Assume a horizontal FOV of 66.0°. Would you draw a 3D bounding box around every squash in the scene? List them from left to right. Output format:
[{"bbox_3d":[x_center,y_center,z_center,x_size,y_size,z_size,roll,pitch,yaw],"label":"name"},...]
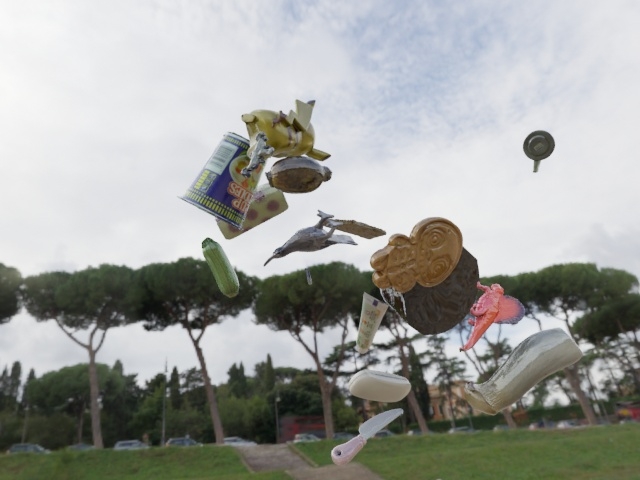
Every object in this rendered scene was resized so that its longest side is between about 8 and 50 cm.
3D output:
[{"bbox_3d":[-0.336,0.088,1.659,0.068,0.219,0.077,-29,-1,41],"label":"squash"}]

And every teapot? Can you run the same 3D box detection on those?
[{"bbox_3d":[0.677,-0.287,1.542,0.091,0.092,0.124,-30,-27,-56],"label":"teapot"}]

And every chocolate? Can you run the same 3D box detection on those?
[{"bbox_3d":[0.401,0.152,1.982,0.384,0.383,0.331,9,13,-31],"label":"chocolate"}]

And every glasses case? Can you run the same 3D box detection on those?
[{"bbox_3d":[0.164,0.401,1.352,0.204,0.051,0.081,22,-66,-34],"label":"glasses case"}]

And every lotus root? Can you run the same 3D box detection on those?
[{"bbox_3d":[-0.064,-0.201,1.499,0.210,0.120,0.120,-6,-26,-11],"label":"lotus root"}]

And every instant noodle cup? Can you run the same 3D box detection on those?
[{"bbox_3d":[-0.351,-0.236,1.890,0.284,0.312,0.284,27,-4,2],"label":"instant noodle cup"}]

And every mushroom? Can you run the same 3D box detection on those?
[{"bbox_3d":[0.529,0.343,1.291,0.329,0.122,0.159,-36,-37,-2],"label":"mushroom"}]

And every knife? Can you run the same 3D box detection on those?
[{"bbox_3d":[0.176,0.729,1.865,0.336,0.081,0.043,-26,-60,-29],"label":"knife"}]

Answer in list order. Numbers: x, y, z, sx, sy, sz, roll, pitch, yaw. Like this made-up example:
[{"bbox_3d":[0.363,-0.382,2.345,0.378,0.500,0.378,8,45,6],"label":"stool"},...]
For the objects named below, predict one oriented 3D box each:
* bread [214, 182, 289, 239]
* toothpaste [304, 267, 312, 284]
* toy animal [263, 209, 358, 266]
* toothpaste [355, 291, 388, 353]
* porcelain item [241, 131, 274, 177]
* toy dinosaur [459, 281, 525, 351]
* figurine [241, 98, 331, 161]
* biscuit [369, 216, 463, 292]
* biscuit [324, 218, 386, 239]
[{"bbox_3d":[-0.320,-0.148,2.299,0.338,0.187,0.155,-27,-72,-2],"label":"bread"},{"bbox_3d":[-0.053,0.159,2.184,0.024,0.083,0.015,15,39,44],"label":"toothpaste"},{"bbox_3d":[-0.003,-0.017,1.606,0.367,0.081,0.206,-14,-30,-30],"label":"toy animal"},{"bbox_3d":[0.147,0.263,1.517,0.058,0.056,0.314,-6,-38,-10],"label":"toothpaste"},{"bbox_3d":[-0.142,-0.213,1.200,0.075,0.136,0.021,-5,-33,36],"label":"porcelain item"},{"bbox_3d":[0.474,0.215,1.335,0.139,0.286,0.070,12,-49,22],"label":"toy dinosaur"},{"bbox_3d":[-0.115,-0.370,1.667,0.169,0.218,0.327,-5,4,33],"label":"figurine"},{"bbox_3d":[0.268,0.043,1.340,0.289,0.044,0.202,-15,-66,-22],"label":"biscuit"},{"bbox_3d":[0.127,-0.051,1.908,0.237,0.026,0.131,17,-18,-23],"label":"biscuit"}]
